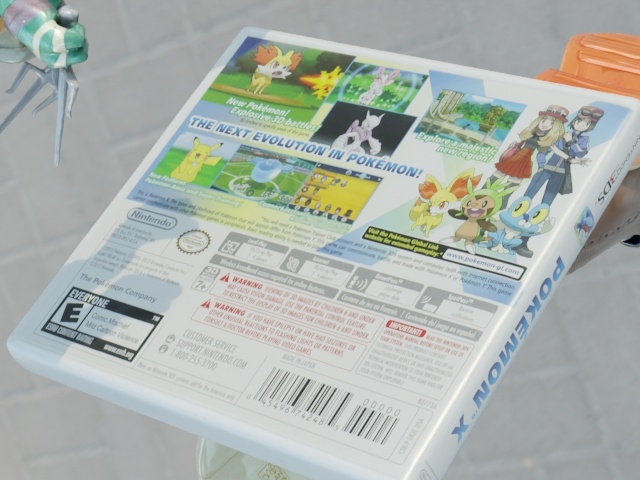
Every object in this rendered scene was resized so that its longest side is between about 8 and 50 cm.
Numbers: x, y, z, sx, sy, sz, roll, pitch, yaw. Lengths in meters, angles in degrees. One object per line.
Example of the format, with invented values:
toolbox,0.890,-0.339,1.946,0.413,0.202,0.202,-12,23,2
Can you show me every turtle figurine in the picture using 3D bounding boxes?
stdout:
turtle figurine,-0.157,-0.142,0.946,0.118,0.175,0.234,29,102,-17

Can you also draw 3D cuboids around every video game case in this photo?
video game case,0.000,0.000,1.119,0.329,0.300,0.036,15,150,37

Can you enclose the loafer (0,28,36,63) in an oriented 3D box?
loafer,-0.398,-0.264,1.827,0.251,0.094,0.087,16,130,8

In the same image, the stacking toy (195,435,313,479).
stacking toy,0.040,0.131,1.375,0.141,0.330,0.141,7,105,26

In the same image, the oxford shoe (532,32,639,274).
oxford shoe,0.228,-0.075,1.350,0.130,0.363,0.133,19,114,24
